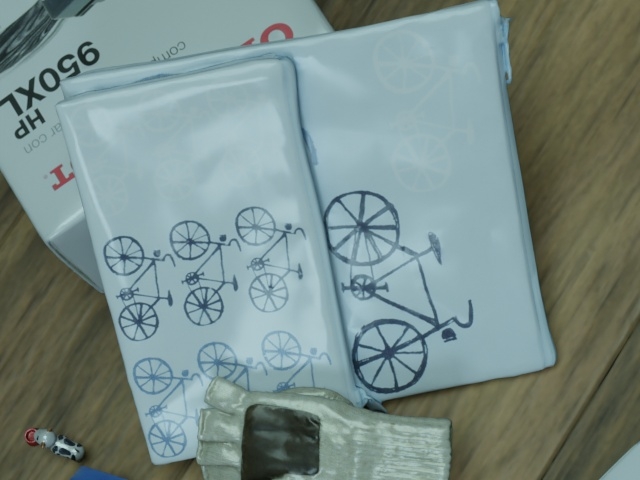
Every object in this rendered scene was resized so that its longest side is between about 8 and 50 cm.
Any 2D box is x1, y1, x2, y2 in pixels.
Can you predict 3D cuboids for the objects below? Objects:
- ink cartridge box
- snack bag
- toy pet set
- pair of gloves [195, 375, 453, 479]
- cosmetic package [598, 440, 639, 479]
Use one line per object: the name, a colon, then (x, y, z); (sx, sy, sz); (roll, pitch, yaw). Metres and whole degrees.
ink cartridge box: (-0.177, -0.201, 1.626); (0.285, 0.166, 0.395); (-34, 70, 1)
snack bag: (0.000, 0.000, 1.485); (0.342, 0.037, 0.323); (-10, 111, 2)
toy pet set: (-0.216, 0.213, 1.556); (0.114, 0.065, 0.122); (15, 77, 16)
pair of gloves: (-0.013, 0.233, 1.487); (0.204, 0.042, 0.240); (12, 94, 14)
cosmetic package: (0.331, 0.292, 1.326); (0.284, 0.097, 0.377); (-48, 71, 22)
